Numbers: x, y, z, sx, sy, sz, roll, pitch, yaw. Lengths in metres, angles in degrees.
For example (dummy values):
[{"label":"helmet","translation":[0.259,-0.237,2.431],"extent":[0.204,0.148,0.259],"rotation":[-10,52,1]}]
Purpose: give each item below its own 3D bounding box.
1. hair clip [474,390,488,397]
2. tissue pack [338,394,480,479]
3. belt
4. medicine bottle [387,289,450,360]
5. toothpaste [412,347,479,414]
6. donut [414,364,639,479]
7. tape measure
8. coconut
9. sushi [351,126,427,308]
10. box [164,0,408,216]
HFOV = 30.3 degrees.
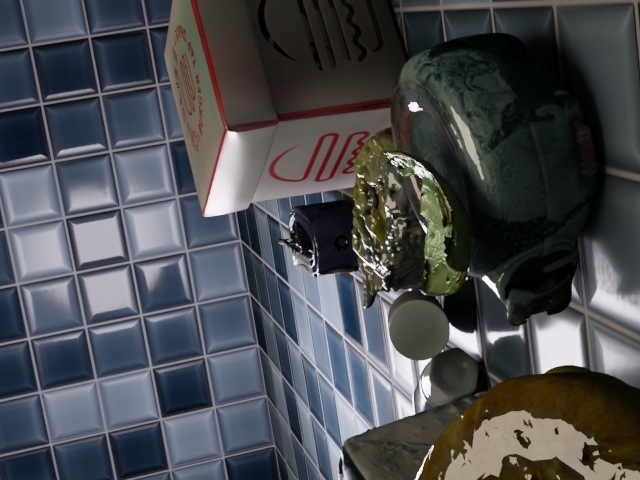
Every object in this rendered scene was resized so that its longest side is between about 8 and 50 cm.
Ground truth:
[{"label":"hair clip","translation":[0.245,0.319,1.612],"extent":[0.072,0.034,0.226],"rotation":[108,147,-73]},{"label":"tissue pack","translation":[0.186,0.431,1.427],"extent":[0.264,0.253,0.416],"rotation":[-142,41,-60]},{"label":"belt","translation":[0.000,0.000,2.210],"extent":[0.230,0.126,0.139],"rotation":[-158,59,-74]},{"label":"medicine bottle","translation":[0.138,0.118,1.687],"extent":[0.183,0.086,0.086],"rotation":[-19,-82,-87]},{"label":"toothpaste","translation":[0.176,0.251,1.798],"extent":[0.371,0.080,0.125],"rotation":[96,169,-69]},{"label":"donut","translation":[0.238,0.297,1.083],"extent":[0.360,0.170,0.360],"rotation":[2,93,44]},{"label":"tape measure","translation":[0.183,-0.085,1.269],"extent":[0.256,0.147,0.275],"rotation":[-129,25,-52]},{"label":"coconut","translation":[0.118,-0.016,1.186],"extent":[0.133,0.055,0.158],"rotation":[-138,30,-59]},{"label":"sushi","translation":[0.123,-0.029,1.598],"extent":[0.274,0.139,0.184],"rotation":[94,161,-49]},{"label":"box","translation":[-0.058,-0.254,1.812],"extent":[0.312,0.300,0.314],"rotation":[116,141,-65]}]
